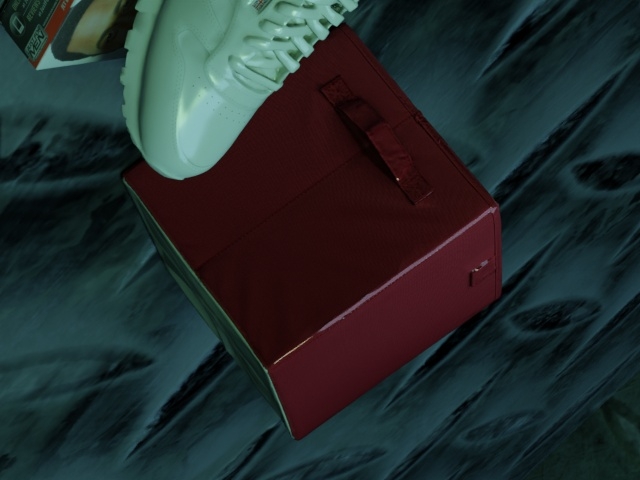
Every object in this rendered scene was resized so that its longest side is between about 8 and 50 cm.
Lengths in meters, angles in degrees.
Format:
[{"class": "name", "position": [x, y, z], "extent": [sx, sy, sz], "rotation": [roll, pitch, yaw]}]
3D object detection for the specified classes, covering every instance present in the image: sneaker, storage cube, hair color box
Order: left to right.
[{"class": "hair color box", "position": [-0.105, -0.141, 1.042], "extent": [0.141, 0.043, 0.072], "rotation": [-15, 149, -47]}, {"class": "sneaker", "position": [-0.026, -0.136, 1.006], "extent": [0.090, 0.095, 0.235], "rotation": [20, 97, -57]}, {"class": "storage cube", "position": [0.000, 0.000, 1.325], "extent": [0.193, 0.183, 0.215], "rotation": [-35, 160, -9]}]

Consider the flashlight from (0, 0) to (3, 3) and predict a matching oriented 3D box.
[{"class": "flashlight", "position": [-0.253, -0.046, 0.789], "extent": [0.304, 0.103, 0.103], "rotation": [-45, 132, 12]}]
